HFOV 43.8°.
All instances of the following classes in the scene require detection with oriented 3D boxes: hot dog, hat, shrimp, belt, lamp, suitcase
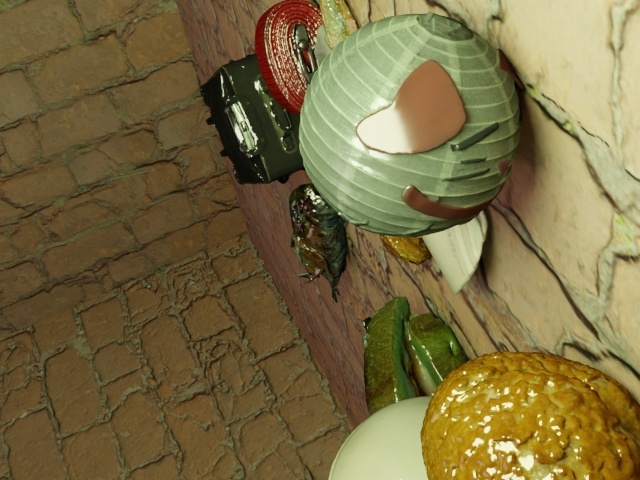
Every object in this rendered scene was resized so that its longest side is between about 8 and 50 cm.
[{"bbox_3d":[0.130,-0.024,1.329,0.147,0.065,0.099,64,177,1],"label":"hot dog"},{"bbox_3d":[0.130,-0.030,1.125,0.219,0.164,0.225,96,170,-72],"label":"hat"},{"bbox_3d":[0.000,-0.001,1.909,0.372,0.137,0.172,88,-167,-46],"label":"shrimp"},{"bbox_3d":[-0.033,-0.306,1.345,0.124,0.128,0.200,-148,36,-74],"label":"belt"},{"bbox_3d":[0.092,-0.121,0.816,0.233,0.265,0.233,17,126,25],"label":"lamp"},{"bbox_3d":[-0.124,-0.258,1.720,0.434,0.194,0.283,-162,49,-76],"label":"suitcase"},{"bbox_3d":[0.027,-0.340,1.208,0.099,0.041,0.180,44,155,62],"label":"shrimp"}]

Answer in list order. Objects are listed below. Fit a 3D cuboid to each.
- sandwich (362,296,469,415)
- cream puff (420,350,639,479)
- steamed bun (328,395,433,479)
[{"bbox_3d":[0.202,0.266,1.399,0.301,0.162,0.250,54,-151,-29],"label":"sandwich"},{"bbox_3d":[0.250,0.239,0.849,0.303,0.212,0.303,42,-162,-17],"label":"cream puff"},{"bbox_3d":[0.192,0.395,1.142,0.374,0.334,0.334,22,152,17],"label":"steamed bun"}]
